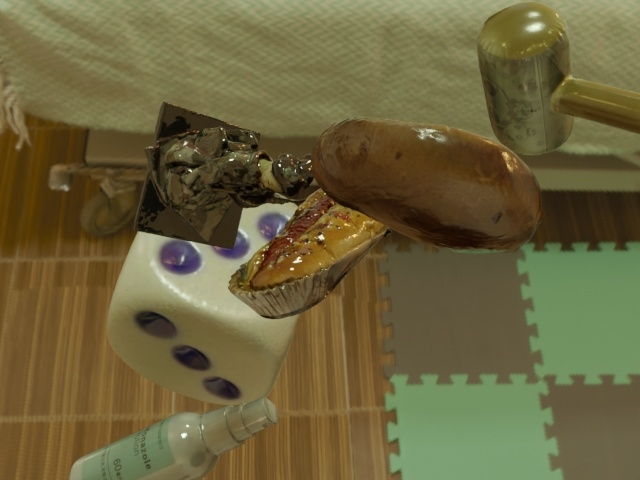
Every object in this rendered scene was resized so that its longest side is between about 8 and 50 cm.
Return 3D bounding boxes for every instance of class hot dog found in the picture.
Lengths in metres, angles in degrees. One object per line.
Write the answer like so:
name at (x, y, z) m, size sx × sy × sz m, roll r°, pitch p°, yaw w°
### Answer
hot dog at (0.000, 0.000, 0.879) m, size 0.131 × 0.069 × 0.253 m, roll -9°, pitch 23°, yaw 36°

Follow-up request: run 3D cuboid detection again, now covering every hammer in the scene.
hammer at (0.327, -0.161, 0.980) m, size 0.305 × 0.202 × 0.113 m, roll 29°, pitch 69°, yaw 37°

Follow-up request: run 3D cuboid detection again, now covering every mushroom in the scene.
mushroom at (0.054, -0.026, 0.430) m, size 0.123 × 0.123 × 0.052 m, roll 18°, pitch 83°, yaw 6°

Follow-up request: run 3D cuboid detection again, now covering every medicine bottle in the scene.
medicine bottle at (-0.228, 0.334, 1.316) m, size 0.352 × 0.110 × 0.110 m, roll -27°, pitch 62°, yaw 15°

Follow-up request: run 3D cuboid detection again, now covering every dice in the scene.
dice at (-0.180, 0.086, 1.469) m, size 0.304 × 0.277 × 0.304 m, roll 19°, pitch 46°, yaw -1°

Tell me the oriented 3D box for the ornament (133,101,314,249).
ornament at (-0.085, -0.060, 0.925) m, size 0.196 × 0.166 × 0.153 m, roll 12°, pitch 91°, yaw 44°
